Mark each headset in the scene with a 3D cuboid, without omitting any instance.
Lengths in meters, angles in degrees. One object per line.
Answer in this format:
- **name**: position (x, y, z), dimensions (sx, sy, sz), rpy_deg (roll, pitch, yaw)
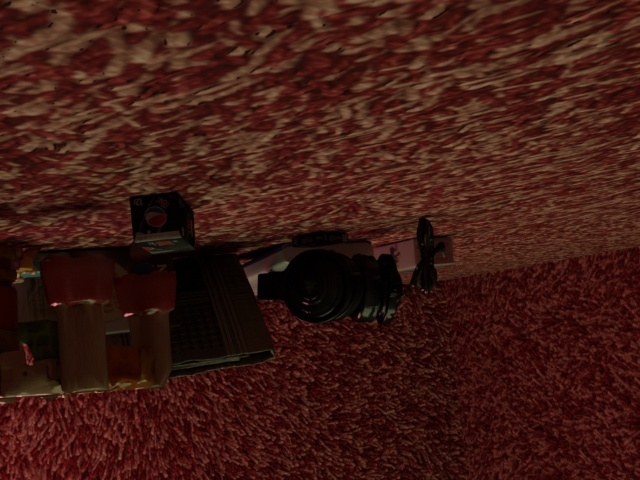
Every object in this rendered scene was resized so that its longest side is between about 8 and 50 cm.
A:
- **headset**: position (0.055, 0.057, 1.874), dimensions (0.243, 0.185, 0.394), rpy_deg (4, 176, -40)

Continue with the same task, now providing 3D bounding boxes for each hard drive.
- **hard drive**: position (-0.070, 0.060, 2.119), dimensions (0.210, 0.040, 0.319), rpy_deg (-3, 167, -35)

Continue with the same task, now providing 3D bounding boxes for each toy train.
- **toy train**: position (-0.465, 0.031, 1.525), dimensions (0.125, 0.046, 0.166), rpy_deg (-7, 172, 21)

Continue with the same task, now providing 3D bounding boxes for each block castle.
- **block castle**: position (-0.434, 0.102, 1.336), dimensions (0.453, 0.212, 0.303), rpy_deg (-7, 172, 11)

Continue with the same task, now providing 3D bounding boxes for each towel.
- **towel**: position (-0.265, 0.137, 1.876), dimensions (0.312, 0.056, 0.324), rpy_deg (-5, -146, -15)

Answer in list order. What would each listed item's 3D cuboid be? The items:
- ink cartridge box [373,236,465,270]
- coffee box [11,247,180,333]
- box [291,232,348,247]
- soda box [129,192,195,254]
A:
- **ink cartridge box**: position (0.206, 0.030, 2.209), dimensions (0.104, 0.061, 0.181), rpy_deg (-3, 174, -33)
- **coffee box**: position (-0.365, 0.085, 1.706), dimensions (0.247, 0.141, 0.098), rpy_deg (-4, 174, -31)
- **box**: position (0.000, 0.000, 1.868), dimensions (0.067, 0.018, 0.083), rpy_deg (-10, 174, 35)
- **soda box**: position (-0.187, -0.018, 1.264), dimensions (0.060, 0.053, 0.169), rpy_deg (-6, 174, -2)
